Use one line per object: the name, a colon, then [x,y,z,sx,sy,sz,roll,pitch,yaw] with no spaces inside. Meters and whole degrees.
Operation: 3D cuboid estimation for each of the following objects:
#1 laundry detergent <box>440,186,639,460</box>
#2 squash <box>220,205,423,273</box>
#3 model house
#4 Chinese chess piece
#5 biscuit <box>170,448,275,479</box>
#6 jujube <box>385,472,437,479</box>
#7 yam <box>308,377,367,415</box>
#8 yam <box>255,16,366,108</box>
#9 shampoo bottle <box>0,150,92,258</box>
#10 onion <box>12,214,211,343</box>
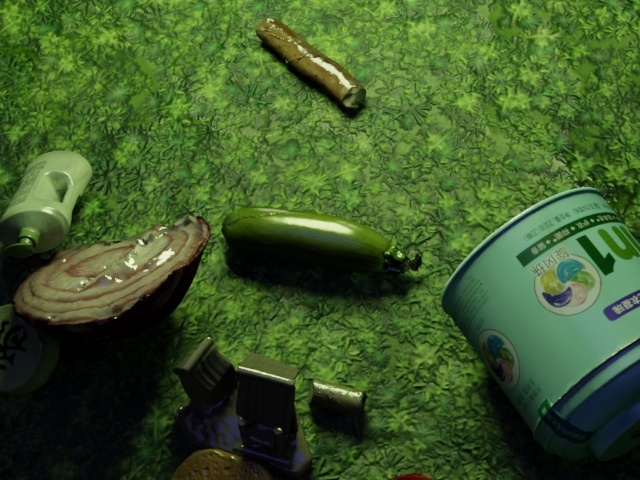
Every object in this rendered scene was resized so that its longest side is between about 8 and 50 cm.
laundry detergent: [0.368,0.131,1.616,0.287,0.287,0.305,-31,64,-7]
squash: [-0.001,0.001,1.841,0.331,0.087,0.087,12,67,12]
model house: [-0.111,0.233,1.702,0.229,0.188,0.122,18,53,15]
Chinese chess piece: [-0.477,0.170,1.813,0.144,0.058,0.144,-4,80,22]
biscuit: [-0.143,0.389,1.688,0.170,0.050,0.170,-4,76,16]
jujube: [0.063,0.456,1.557,0.318,0.223,0.223,-37,65,-18]
yam: [0.023,0.236,1.746,0.094,0.043,0.043,13,67,13]
yam: [-0.017,-0.308,2.006,0.057,0.057,0.241,-43,68,-13]
shampoo bottle: [-0.447,-0.049,1.865,0.118,0.087,0.234,-11,33,11]
onion: [-0.318,0.093,1.760,0.314,0.146,0.280,-6,28,18]
